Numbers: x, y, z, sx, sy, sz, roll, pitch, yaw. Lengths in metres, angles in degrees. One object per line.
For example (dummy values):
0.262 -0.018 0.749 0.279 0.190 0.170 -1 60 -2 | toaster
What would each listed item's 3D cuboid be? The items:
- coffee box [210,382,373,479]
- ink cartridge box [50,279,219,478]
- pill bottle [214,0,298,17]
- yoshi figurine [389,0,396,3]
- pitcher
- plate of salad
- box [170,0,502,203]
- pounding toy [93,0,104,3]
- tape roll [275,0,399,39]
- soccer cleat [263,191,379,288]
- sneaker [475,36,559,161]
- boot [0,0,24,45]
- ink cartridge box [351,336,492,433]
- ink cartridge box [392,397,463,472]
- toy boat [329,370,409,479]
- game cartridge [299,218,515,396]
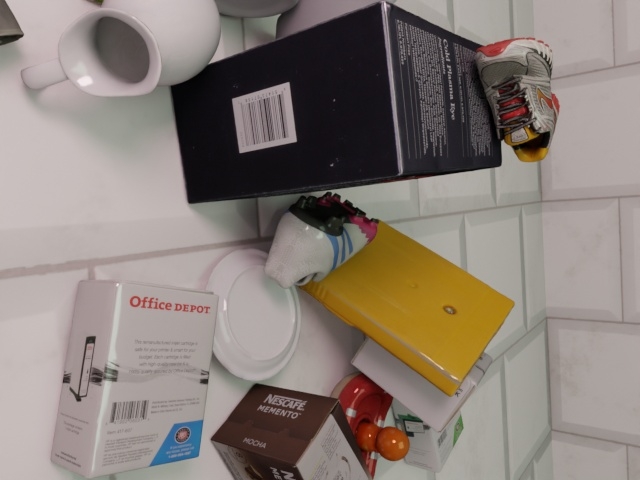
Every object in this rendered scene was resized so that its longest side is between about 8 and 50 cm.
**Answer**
-0.018 0.376 0.790 0.119 0.168 0.297 -46 124 -43 | coffee box
-0.212 0.153 0.609 0.148 0.086 0.202 18 74 -52 | ink cartridge box
-0.102 -0.466 0.715 0.153 0.153 0.264 -1 89 -53 | pill bottle
0.011 -0.493 0.893 0.203 0.203 0.362 -30 138 -5 | yoshi figurine
-0.215 -0.225 0.581 0.207 0.178 0.125 -72 152 -53 | pitcher
-0.103 0.111 0.786 0.200 0.048 0.199 20 63 -46 | plate of salad
0.031 -0.162 0.724 0.313 0.344 0.178 -14 99 -51 | box
-0.245 -0.378 0.561 0.237 0.110 0.182 12 80 -52 | pounding toy
0.036 -0.309 0.837 0.219 0.219 0.072 11 81 -52 | tape roll
0.000 0.000 0.864 0.143 0.116 0.331 -59 165 13 | soccer cleat
0.268 -0.180 0.682 0.225 0.088 0.092 32 63 -47 | sneaker
-0.378 -0.257 0.427 0.190 0.076 0.208 -35 123 -45 | boot
0.206 0.232 0.999 0.114 0.197 0.273 -58 158 10 | ink cartridge box
0.249 0.388 1.199 0.160 0.093 0.219 -34 115 -48 | ink cartridge box
0.093 0.359 0.949 0.151 0.151 0.230 36 61 -47 | toy boat
0.157 0.097 0.931 0.285 0.324 0.052 -29 145 -48 | game cartridge
